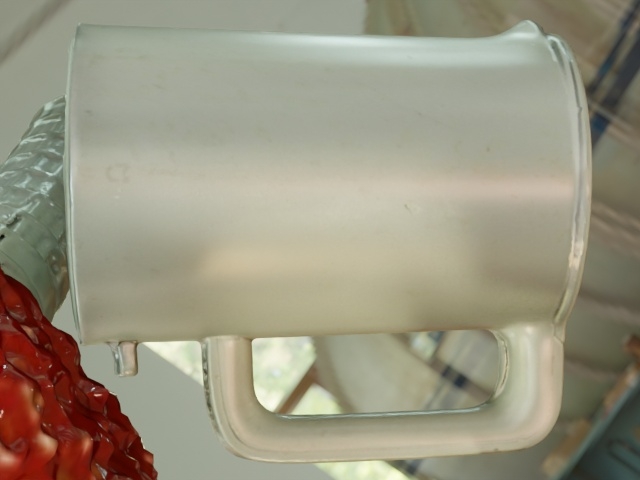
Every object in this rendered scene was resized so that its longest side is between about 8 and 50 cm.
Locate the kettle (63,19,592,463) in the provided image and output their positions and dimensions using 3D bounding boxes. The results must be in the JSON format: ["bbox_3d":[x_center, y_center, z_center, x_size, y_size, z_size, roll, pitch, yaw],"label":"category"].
[{"bbox_3d":[0.001,-0.011,1.016,0.205,0.318,0.265,99,169,-56],"label":"kettle"}]

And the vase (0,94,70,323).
[{"bbox_3d":[-0.214,-0.002,1.151,0.143,0.143,0.299,-62,2,32],"label":"vase"}]

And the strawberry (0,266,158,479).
[{"bbox_3d":[-0.182,0.158,0.735,0.292,0.343,0.292,-43,18,18],"label":"strawberry"}]
